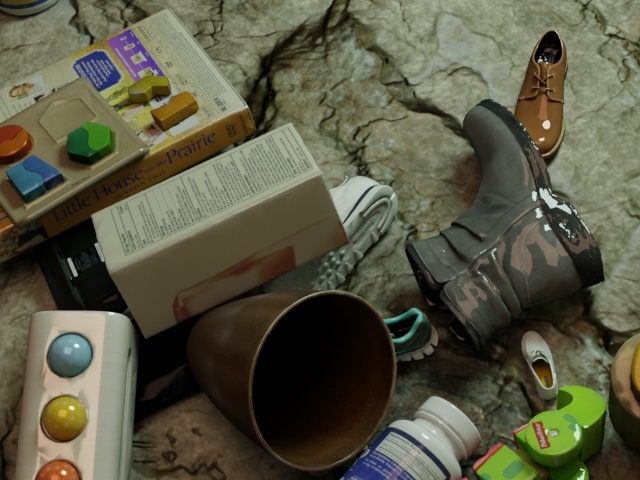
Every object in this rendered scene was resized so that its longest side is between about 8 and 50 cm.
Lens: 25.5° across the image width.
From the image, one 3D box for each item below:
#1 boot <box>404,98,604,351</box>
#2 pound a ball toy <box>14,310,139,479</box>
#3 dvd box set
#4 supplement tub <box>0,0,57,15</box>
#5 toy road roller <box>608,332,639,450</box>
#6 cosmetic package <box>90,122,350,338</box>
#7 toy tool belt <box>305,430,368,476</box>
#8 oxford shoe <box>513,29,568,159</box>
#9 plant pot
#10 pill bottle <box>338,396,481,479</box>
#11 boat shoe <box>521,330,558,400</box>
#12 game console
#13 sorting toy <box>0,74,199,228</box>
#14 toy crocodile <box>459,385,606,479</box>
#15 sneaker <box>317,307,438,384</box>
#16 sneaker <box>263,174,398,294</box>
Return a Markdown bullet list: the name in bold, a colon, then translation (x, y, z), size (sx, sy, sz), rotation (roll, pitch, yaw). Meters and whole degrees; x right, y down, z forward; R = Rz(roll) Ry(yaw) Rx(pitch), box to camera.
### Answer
- **boot**: translation (0.205, -0.031, 1.875), size (0.223, 0.118, 0.338), rotation (-26, 51, -2)
- **pound a ball toy**: translation (-0.344, 0.251, 1.736), size (0.208, 0.136, 0.319), rotation (1, 70, 5)
- **dvd box set**: translation (-0.343, -0.162, 2.078), size (0.420, 0.062, 0.307), rotation (-29, 46, -11)
- **supplement tub**: translation (-0.493, -0.476, 2.264), size (0.144, 0.199, 0.144), rotation (-5, 55, 7)
- **toy road roller**: translation (0.477, 0.255, 1.594), size (0.330, 0.202, 0.240), rotation (12, 69, 15)
- **cosmetic package**: translation (-0.131, -0.014, 1.841), size (0.296, 0.129, 0.153), rotation (-24, 36, -2)
- **toy tool belt**: translation (0.015, 0.255, 1.758), size (0.083, 0.052, 0.051), rotation (-19, 63, -5)
- **oxford shoe**: translation (0.314, -0.210, 2.018), size (0.076, 0.076, 0.212), rotation (4, 58, 10)
- **plant pot**: translation (-0.061, 0.153, 1.748), size (0.215, 0.215, 0.230), rotation (-48, 30, -22)
- **pill bottle**: translation (0.102, 0.280, 1.687), size (0.112, 0.112, 0.187), rotation (34, 66, 28)
- **boat shoe**: translation (0.278, 0.153, 1.793), size (0.035, 0.035, 0.100), rotation (-11, 55, 2)
- **game console**: translation (-0.288, 0.089, 1.933), size (0.213, 0.044, 0.361), rotation (-24, 55, -9)
- **sorting toy**: translation (-0.340, -0.158, 2.000), size (0.307, 0.041, 0.229), rotation (-33, 48, -15)
- **toy crocodile**: translation (0.217, 0.291, 1.661), size (0.340, 0.115, 0.105), rotation (-38, 47, -19)
- **sneaker**: translation (0.070, 0.133, 1.818), size (0.166, 0.076, 0.065), rotation (-26, 54, -9)
- **sneaker**: translation (0.000, 0.000, 1.929), size (0.235, 0.090, 0.095), rotation (-41, 47, -23)
